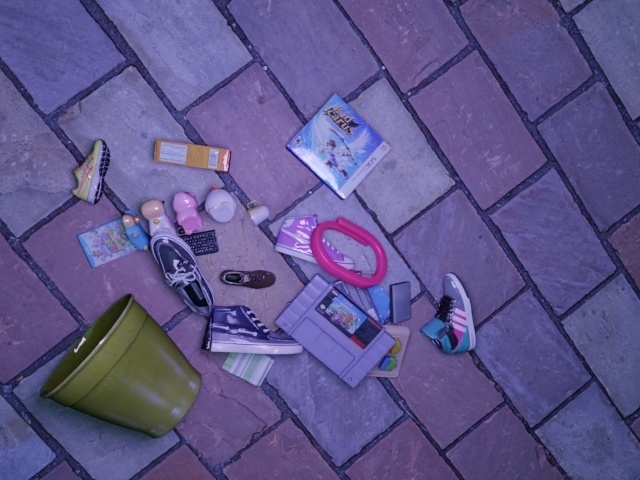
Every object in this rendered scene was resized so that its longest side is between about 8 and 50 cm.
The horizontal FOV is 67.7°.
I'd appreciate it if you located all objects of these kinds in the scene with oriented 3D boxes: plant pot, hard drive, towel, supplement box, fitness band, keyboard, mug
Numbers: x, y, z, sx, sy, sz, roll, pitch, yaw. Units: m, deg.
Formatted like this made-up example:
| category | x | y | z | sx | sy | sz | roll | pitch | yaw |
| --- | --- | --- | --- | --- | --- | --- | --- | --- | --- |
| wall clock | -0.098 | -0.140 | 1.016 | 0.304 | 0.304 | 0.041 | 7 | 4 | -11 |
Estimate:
| category | x | y | z | sx | sy | sz | roll | pitch | yaw |
| --- | --- | --- | --- | --- | --- | --- | --- | --- | --- |
| plant pot | -0.574 | 0.416 | 1.473 | 0.366 | 0.366 | 0.353 | -46 | 110 | -2 |
| hard drive | 0.283 | 0.218 | 1.693 | 0.094 | 0.022 | 0.135 | -7 | 97 | -40 |
| towel | -0.252 | 0.427 | 1.662 | 0.152 | 0.023 | 0.113 | 29 | 88 | -7 |
| supplement box | -0.413 | -0.276 | 1.556 | 0.234 | 0.078 | 0.080 | 9 | 96 | -8 |
| fitness band | 0.097 | 0.042 | 1.592 | 0.291 | 0.054 | 0.208 | 28 | 54 | -21 |
| keyboard | -0.440 | 0.003 | 1.601 | 0.180 | 0.023 | 0.108 | -11 | 95 | -8 |
| mug | -0.209 | -0.096 | 1.607 | 0.064 | 0.062 | 0.078 | -29 | 104 | -12 |

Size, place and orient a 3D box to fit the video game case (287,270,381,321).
| category | x | y | z | sx | sy | sz | roll | pitch | yaw |
| --- | --- | --- | --- | --- | --- | --- | --- | --- | --- |
| video game case | 0.048 | 0.247 | 1.657 | 0.274 | 0.026 | 0.196 | -24 | 103 | 3 |

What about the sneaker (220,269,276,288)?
| category | x | y | z | sx | sy | sz | roll | pitch | yaw |
| --- | --- | --- | --- | --- | --- | --- | --- | --- | --- |
| sneaker | -0.244 | 0.134 | 1.612 | 0.189 | 0.071 | 0.066 | 2 | 94 | -7 |

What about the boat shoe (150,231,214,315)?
| category | x | y | z | sx | sy | sz | roll | pitch | yaw |
| --- | --- | --- | --- | --- | --- | --- | --- | --- | --- |
| boat shoe | -0.441 | 0.114 | 1.526 | 0.113 | 0.105 | 0.306 | -23 | 115 | -1 |

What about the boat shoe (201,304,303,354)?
| category | x | y | z | sx | sy | sz | roll | pitch | yaw |
| --- | --- | --- | --- | --- | --- | --- | --- | --- | --- |
| boat shoe | -0.219 | 0.299 | 1.608 | 0.341 | 0.127 | 0.158 | 7 | 77 | -19 |

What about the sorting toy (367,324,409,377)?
| category | x | y | z | sx | sy | sz | roll | pitch | yaw |
| --- | --- | --- | --- | --- | --- | --- | --- | --- | --- |
| sorting toy | 0.205 | 0.395 | 1.685 | 0.193 | 0.038 | 0.208 | 5 | 111 | -8 |

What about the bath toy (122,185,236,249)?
| category | x | y | z | sx | sy | sz | roll | pitch | yaw |
| --- | --- | --- | --- | --- | --- | --- | --- | --- | --- |
| bath toy | -0.449 | -0.094 | 1.545 | 0.349 | 0.129 | 0.151 | -18 | 133 | -4 |

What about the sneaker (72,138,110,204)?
| category | x | y | z | sx | sy | sz | roll | pitch | yaw |
| --- | --- | --- | --- | --- | --- | --- | --- | --- | --- |
| sneaker | -0.735 | -0.224 | 1.515 | 0.094 | 0.081 | 0.208 | 15 | 93 | -6 |

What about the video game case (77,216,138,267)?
| category | x | y | z | sx | sy | sz | roll | pitch | yaw |
| --- | --- | --- | --- | --- | --- | --- | --- | --- | --- |
| video game case | -0.694 | 0.005 | 1.571 | 0.166 | 0.015 | 0.119 | -23 | 97 | -5 |

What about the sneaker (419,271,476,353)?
| category | x | y | z | sx | sy | sz | roll | pitch | yaw |
| --- | --- | --- | --- | --- | --- | --- | --- | --- | --- |
| sneaker | 0.433 | 0.274 | 1.694 | 0.179 | 0.124 | 0.295 | -16 | 98 | -16 |

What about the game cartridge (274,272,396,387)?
| category | x | y | z | sx | sy | sz | roll | pitch | yaw |
| --- | --- | --- | --- | --- | --- | --- | --- | --- | --- |
| game cartridge | 0.052 | 0.301 | 1.606 | 0.355 | 0.068 | 0.230 | 40 | 101 | -3 |

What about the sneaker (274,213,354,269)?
| category | x | y | z | sx | sy | sz | roll | pitch | yaw |
| --- | --- | --- | --- | --- | --- | --- | --- | --- | --- |
| sneaker | 0.000 | 0.000 | 1.622 | 0.282 | 0.102 | 0.160 | 19 | 89 | -9 |

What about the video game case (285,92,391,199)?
| category | x | y | z | sx | sy | sz | roll | pitch | yaw |
| --- | --- | --- | --- | --- | --- | --- | --- | --- | --- |
| video game case | 0.062 | -0.316 | 1.625 | 0.269 | 0.061 | 0.244 | 42 | 87 | -8 |

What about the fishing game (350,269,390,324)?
| category | x | y | z | sx | sy | sz | roll | pitch | yaw |
| --- | --- | --- | --- | --- | --- | --- | --- | --- | --- |
| fishing game | 0.158 | 0.228 | 1.691 | 0.189 | 0.041 | 0.263 | 3 | 103 | -6 |
